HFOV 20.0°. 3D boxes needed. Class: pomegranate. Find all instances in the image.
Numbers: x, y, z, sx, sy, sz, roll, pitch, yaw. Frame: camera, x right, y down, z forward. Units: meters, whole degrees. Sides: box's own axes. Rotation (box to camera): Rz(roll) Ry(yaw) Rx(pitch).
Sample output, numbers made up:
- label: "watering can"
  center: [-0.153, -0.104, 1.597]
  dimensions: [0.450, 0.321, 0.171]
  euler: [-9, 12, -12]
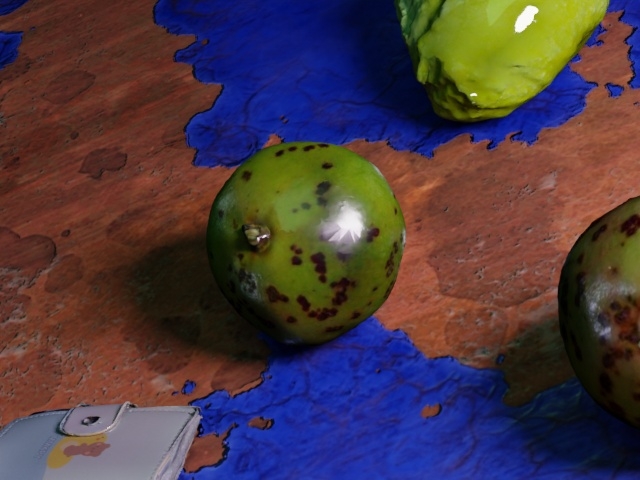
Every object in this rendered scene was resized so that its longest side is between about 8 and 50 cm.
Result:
- label: "pomegranate"
  center: [0.338, 0.044, 1.620]
  dimensions: [0.242, 0.242, 0.306]
  euler: [-6, 24, 23]
- label: "pomegranate"
  center: [0.000, 0.000, 1.871]
  dimensions: [0.211, 0.211, 0.263]
  euler: [2, 3, 33]

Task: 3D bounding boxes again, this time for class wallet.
- label: "wallet"
  center: [-0.240, 0.227, 1.832]
  dimensions: [0.231, 0.069, 0.170]
  euler: [-4, 28, 20]

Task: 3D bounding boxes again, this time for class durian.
- label: "durian"
  center: [0.212, -0.281, 2.049]
  dimensions: [0.256, 0.204, 0.339]
  euler: [-26, 47, 23]
